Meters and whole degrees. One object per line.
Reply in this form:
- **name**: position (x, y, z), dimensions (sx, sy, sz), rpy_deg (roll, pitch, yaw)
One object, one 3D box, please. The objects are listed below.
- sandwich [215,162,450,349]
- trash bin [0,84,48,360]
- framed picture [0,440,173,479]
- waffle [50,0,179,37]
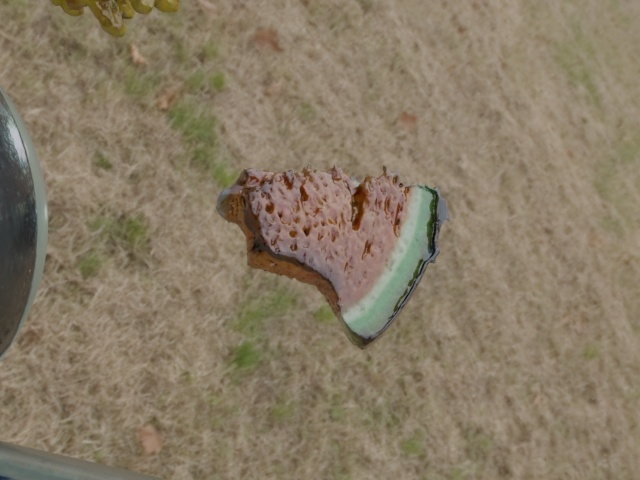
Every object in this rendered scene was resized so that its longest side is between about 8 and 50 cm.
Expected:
- **sandwich**: position (0.000, 0.000, 0.999), dimensions (0.301, 0.162, 0.250), rpy_deg (26, 66, -8)
- **trash bin**: position (-0.417, -0.014, 0.515), dimensions (0.280, 0.433, 0.280), rpy_deg (2, 90, -76)
- **framed picture**: position (-0.153, 0.122, 0.280), dimensions (0.232, 0.315, 0.024), rpy_deg (9, 85, -69)
- **waffle**: position (-0.171, -0.279, 0.502), dimensions (0.260, 0.293, 0.069), rpy_deg (38, 42, -12)
